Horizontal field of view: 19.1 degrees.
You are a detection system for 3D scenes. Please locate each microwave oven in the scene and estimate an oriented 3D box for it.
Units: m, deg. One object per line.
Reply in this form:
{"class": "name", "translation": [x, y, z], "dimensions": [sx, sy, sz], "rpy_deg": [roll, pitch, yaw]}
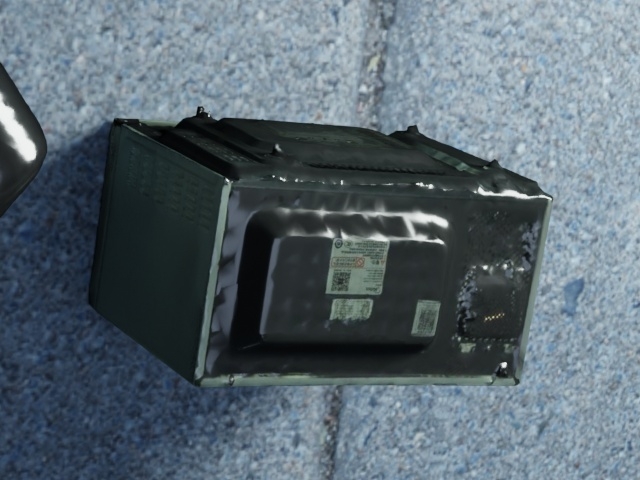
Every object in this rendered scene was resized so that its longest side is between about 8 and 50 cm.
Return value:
{"class": "microwave oven", "translation": [0.000, 0.000, 1.500], "dimensions": [0.295, 0.237, 0.181], "rpy_deg": [3, 103, -30]}

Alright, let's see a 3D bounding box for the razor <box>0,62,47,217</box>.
{"class": "razor", "translation": [-0.347, -0.128, 1.295], "dimensions": [0.204, 0.113, 0.349], "rpy_deg": [-40, 123, -10]}
